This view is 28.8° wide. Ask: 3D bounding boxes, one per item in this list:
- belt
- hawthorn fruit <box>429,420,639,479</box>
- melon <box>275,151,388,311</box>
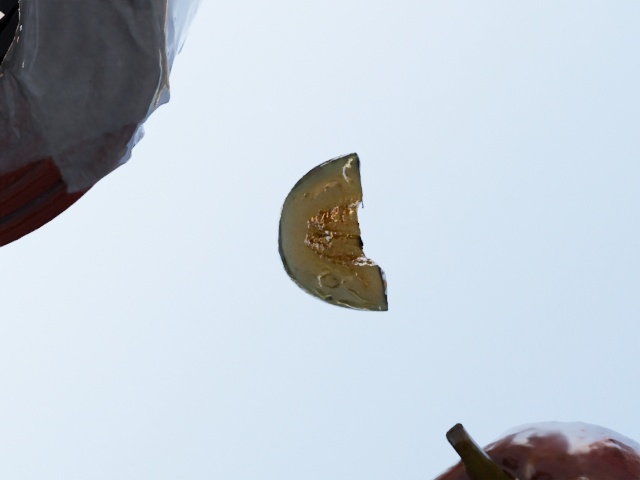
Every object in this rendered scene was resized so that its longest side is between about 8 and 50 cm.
[{"bbox_3d":[-0.191,-0.105,0.543,0.324,0.227,0.115,-8,-146,15],"label":"belt"},{"bbox_3d":[0.176,0.261,0.972,0.287,0.330,0.287,-27,-156,13],"label":"hawthorn fruit"},{"bbox_3d":[0.000,0.000,1.218,0.128,0.079,0.160,-4,-100,-34],"label":"melon"}]
